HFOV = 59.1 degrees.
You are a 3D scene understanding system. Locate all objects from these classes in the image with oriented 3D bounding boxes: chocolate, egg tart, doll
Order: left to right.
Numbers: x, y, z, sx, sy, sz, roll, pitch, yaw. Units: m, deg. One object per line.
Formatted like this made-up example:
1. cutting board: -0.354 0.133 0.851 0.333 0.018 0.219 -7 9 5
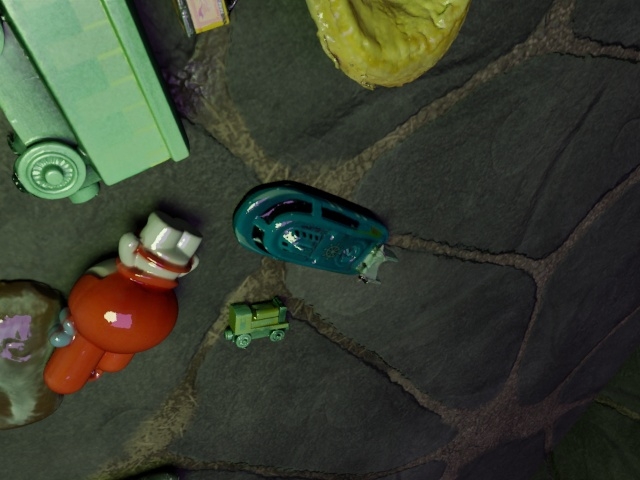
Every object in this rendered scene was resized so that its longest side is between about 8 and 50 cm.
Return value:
1. chocolate: -0.441 0.179 0.799 0.157 0.080 0.254 -3 125 -30
2. doll: -0.277 0.095 0.798 0.290 0.130 0.161 -55 148 7
3. egg tart: 0.075 -0.343 0.670 0.315 0.120 0.315 -24 127 -36

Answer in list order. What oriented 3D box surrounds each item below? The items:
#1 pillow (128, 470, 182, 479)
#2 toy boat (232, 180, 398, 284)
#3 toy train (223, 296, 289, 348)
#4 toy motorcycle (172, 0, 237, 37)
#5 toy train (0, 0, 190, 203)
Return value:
1. pillow: -0.422 0.527 1.069 0.335 0.092 0.161 -2 119 -30
2. toy boat: 0.000 0.000 0.932 0.299 0.092 0.134 15 118 -39
3. toy train: -0.111 0.145 1.003 0.122 0.050 0.081 -7 119 -26
4. toy motorcycle: -0.118 -0.364 0.579 0.157 0.091 0.263 -23 132 -11
5. toy train: -0.273 -0.179 0.603 0.202 0.120 0.300 -27 134 -14
